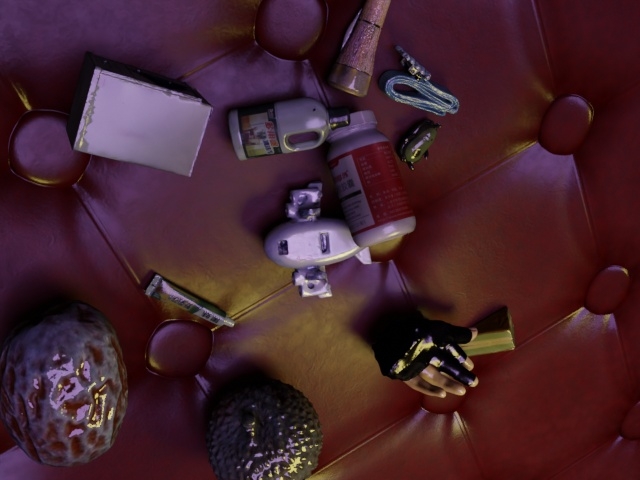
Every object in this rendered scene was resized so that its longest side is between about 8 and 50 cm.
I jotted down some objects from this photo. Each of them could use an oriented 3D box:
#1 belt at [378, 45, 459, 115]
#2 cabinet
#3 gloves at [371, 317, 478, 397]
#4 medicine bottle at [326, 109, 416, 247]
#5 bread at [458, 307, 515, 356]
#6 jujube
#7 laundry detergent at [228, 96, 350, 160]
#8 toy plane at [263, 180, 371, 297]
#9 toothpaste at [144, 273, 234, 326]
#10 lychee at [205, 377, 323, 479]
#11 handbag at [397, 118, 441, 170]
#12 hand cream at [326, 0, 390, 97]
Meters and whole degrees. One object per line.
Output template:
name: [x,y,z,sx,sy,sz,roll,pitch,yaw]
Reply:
belt: [0.209,-0.315,1.585,0.179,0.065,0.100,15,114,-29]
cabinet: [-0.316,-0.220,1.360,0.206,0.145,0.150,13,107,-27]
gloves: [0.260,0.259,1.801,0.301,0.152,0.197,31,105,-29]
medicine bottle: [0.092,-0.119,1.528,0.131,0.131,0.250,-18,87,-14]
bread: [0.404,0.228,1.926,0.139,0.084,0.074,-14,122,19]
jujube: [-0.469,0.261,1.451,0.215,0.246,0.308,12,128,18]
laundry detergent: [-0.055,-0.216,1.470,0.225,0.070,0.099,-9,99,4]
toy plane: [0.000,0.000,1.608,0.244,0.117,0.245,-2,96,-17]
toothpaste: [-0.262,0.131,1.601,0.204,0.031,0.049,31,98,-27]
lychee: [-0.118,0.430,1.681,0.255,0.255,0.274,-38,152,-3]
handbag: [0.205,-0.207,1.635,0.072,0.047,0.111,36,98,-31]
hand cream: [0.083,-0.380,1.496,0.084,0.084,0.203,16,100,-27]
